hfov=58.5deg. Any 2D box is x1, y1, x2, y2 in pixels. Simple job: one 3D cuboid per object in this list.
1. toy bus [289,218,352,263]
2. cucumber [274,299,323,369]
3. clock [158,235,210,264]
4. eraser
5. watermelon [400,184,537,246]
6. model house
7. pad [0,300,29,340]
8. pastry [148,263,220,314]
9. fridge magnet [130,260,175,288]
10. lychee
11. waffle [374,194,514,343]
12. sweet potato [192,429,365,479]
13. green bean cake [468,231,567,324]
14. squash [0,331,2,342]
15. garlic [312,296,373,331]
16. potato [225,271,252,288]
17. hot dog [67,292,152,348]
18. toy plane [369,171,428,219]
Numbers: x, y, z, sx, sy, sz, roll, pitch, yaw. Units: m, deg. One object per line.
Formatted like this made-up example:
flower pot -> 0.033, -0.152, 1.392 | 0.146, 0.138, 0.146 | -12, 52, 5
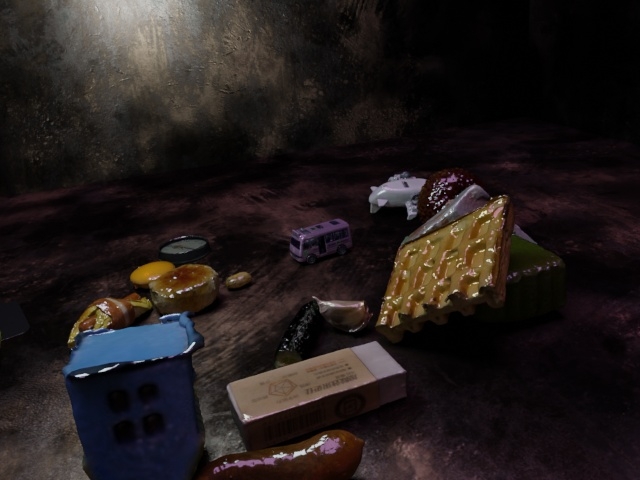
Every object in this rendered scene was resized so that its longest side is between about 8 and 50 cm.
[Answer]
toy bus -> 0.000, 0.000, 1.873 | 0.199, 0.108, 0.096 | -16, 24, -23
cucumber -> -0.043, 0.219, 1.397 | 0.072, 0.072, 0.300 | -1, 21, 14
clock -> -0.484, 0.029, 2.026 | 0.185, 0.040, 0.184 | -6, 22, 2
eraser -> -0.007, 0.305, 1.157 | 0.344, 0.078, 0.144 | -13, 23, -18
watermelon -> 0.424, -0.042, 1.661 | 0.388, 0.258, 0.228 | -1, 24, 4
model house -> -0.304, 0.299, 0.978 | 0.216, 0.303, 0.237 | -5, 10, -17
pad -> -0.962, 0.246, 1.668 | 0.181, 0.004, 0.267 | -20, 25, -30
pastry -> -0.386, 0.144, 1.641 | 0.193, 0.093, 0.182 | -24, 28, -28
fridge magnet -> -0.530, 0.108, 1.812 | 0.143, 0.063, 0.143 | -7, 21, 3
lychee -> 0.433, -0.127, 1.920 | 0.236, 0.235, 0.271 | -13, 3, -17
waffle -> 0.295, 0.065, 1.337 | 0.348, 0.077, 0.304 | -29, 27, 44
sweet potato -> -0.066, 0.385, 0.956 | 0.292, 0.097, 0.097 | -12, 22, -3
green bean cake -> 0.453, 0.098, 1.437 | 0.247, 0.156, 0.250 | -13, 23, -13
squash -> -0.857, 0.278, 1.413 | 0.123, 0.123, 0.187 | -15, 27, -21
garlic -> 0.058, 0.185, 1.434 | 0.152, 0.084, 0.066 | 3, 2, 18
potato -> -0.248, 0.122, 1.730 | 0.083, 0.040, 0.051 | -18, 34, -22
hot dog -> -0.576, 0.201, 1.551 | 0.123, 0.093, 0.261 | 5, 25, 26
toy plane -> 0.317, -0.174, 2.205 | 0.267, 0.122, 0.266 | -2, 41, 2
